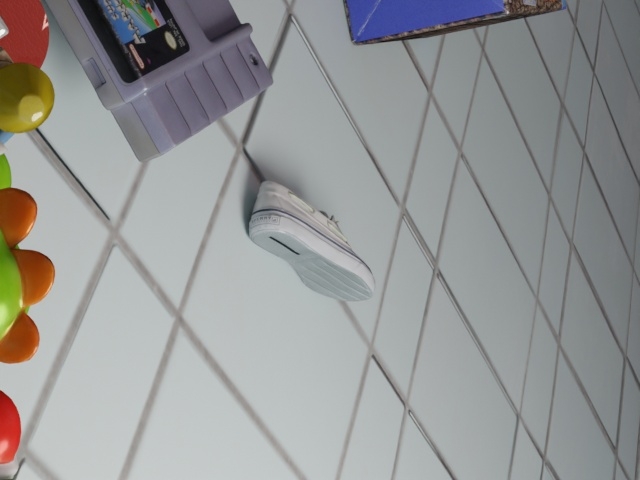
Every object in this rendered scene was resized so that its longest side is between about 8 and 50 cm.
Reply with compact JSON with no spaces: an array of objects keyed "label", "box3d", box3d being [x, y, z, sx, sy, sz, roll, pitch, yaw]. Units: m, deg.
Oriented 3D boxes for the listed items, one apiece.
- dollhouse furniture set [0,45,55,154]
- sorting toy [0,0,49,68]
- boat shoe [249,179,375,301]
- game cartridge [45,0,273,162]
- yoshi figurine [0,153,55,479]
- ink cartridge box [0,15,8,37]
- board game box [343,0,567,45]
[{"label":"dollhouse furniture set","box3d":[-0.317,-0.079,0.721,0.303,0.198,0.286,-37,125,-10]},{"label":"sorting toy","box3d":[-0.338,-0.280,1.054,0.365,0.127,0.126,59,5,-32]},{"label":"boat shoe","box3d":[0.000,0.000,1.609,0.226,0.083,0.076,41,48,-51]},{"label":"game cartridge","box3d":[-0.185,-0.266,1.279,0.355,0.068,0.230,61,26,-9]},{"label":"yoshi figurine","box3d":[-0.305,0.101,0.948,0.203,0.203,0.362,7,89,-21]},{"label":"ink cartridge box","box3d":[-0.318,-0.157,0.893,0.127,0.176,0.128,57,-2,-38]},{"label":"board game box","box3d":[0.191,-0.371,1.932,0.291,0.232,0.141,-22,102,-62]}]
